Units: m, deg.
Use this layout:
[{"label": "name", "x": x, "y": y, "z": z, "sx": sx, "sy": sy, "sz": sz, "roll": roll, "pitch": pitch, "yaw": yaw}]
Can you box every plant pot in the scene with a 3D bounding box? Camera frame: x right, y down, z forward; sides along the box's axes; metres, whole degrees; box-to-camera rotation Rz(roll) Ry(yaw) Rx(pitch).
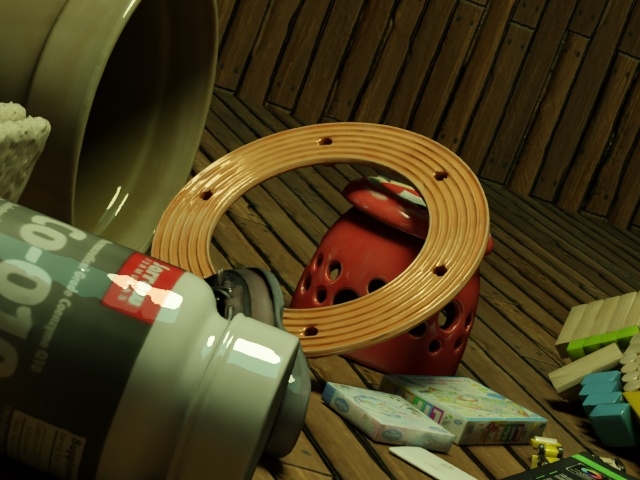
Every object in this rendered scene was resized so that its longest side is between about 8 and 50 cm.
[{"label": "plant pot", "x": 0.083, "y": 0.038, "z": 1.965, "sx": 0.191, "sy": 0.174, "sz": 0.191, "roll": 22, "pitch": 10, "yaw": -4}, {"label": "plant pot", "x": -0.289, "y": -0.148, "z": 1.822, "sx": 0.280, "sy": 0.323, "sz": 0.323, "roll": 16, "pitch": 8, "yaw": 15}]

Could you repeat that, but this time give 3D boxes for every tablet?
[{"label": "tablet", "x": 0.104, "y": 0.197, "z": 1.609, "sx": 0.083, "sy": 0.006, "sz": 0.054, "roll": 28, "pitch": 11, "yaw": 34}]

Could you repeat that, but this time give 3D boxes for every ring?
[{"label": "ring", "x": 0.000, "y": 0.000, "z": 1.836, "sx": 0.337, "sy": 0.032, "sz": 0.336, "roll": -6, "pitch": 41, "yaw": 6}]

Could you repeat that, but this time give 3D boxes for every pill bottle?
[{"label": "pill bottle", "x": -0.167, "y": 0.074, "z": 1.242, "sx": 0.283, "sy": 0.161, "sz": 0.161, "roll": 21, "pitch": 9, "yaw": 3}]

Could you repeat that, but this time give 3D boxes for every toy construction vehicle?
[{"label": "toy construction vehicle", "x": 0.233, "y": 0.214, "z": 1.734, "sx": 0.086, "sy": 0.035, "sz": 0.098, "roll": 8, "pitch": 9, "yaw": -9}]

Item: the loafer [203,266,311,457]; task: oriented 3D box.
[{"label": "loafer", "x": -0.082, "y": 0.085, "z": 1.559, "sx": 0.095, "sy": 0.109, "sz": 0.302, "roll": 14, "pitch": 14, "yaw": -17}]

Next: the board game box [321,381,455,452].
[{"label": "board game box", "x": 0.060, "y": 0.160, "z": 1.682, "sx": 0.090, "sy": 0.020, "sz": 0.090, "roll": 14, "pitch": 11, "yaw": -37}]

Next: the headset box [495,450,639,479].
[{"label": "headset box", "x": 0.207, "y": 0.251, "z": 1.151, "sx": 0.246, "sy": 0.131, "sz": 0.283, "roll": 26, "pitch": 10, "yaw": 24}]

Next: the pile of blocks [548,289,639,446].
[{"label": "pile of blocks", "x": 0.341, "y": 0.178, "z": 2.012, "sx": 0.362, "sy": 0.149, "sz": 0.112, "roll": -96, "pitch": 160, "yaw": -70}]

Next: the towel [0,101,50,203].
[{"label": "towel", "x": -0.297, "y": -0.013, "z": 1.381, "sx": 0.049, "sy": 0.187, "sz": 0.282, "roll": 27, "pitch": 10, "yaw": 9}]

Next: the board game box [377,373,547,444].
[{"label": "board game box", "x": 0.138, "y": 0.163, "z": 1.808, "sx": 0.103, "sy": 0.026, "sz": 0.154, "roll": 28, "pitch": 12, "yaw": 35}]
